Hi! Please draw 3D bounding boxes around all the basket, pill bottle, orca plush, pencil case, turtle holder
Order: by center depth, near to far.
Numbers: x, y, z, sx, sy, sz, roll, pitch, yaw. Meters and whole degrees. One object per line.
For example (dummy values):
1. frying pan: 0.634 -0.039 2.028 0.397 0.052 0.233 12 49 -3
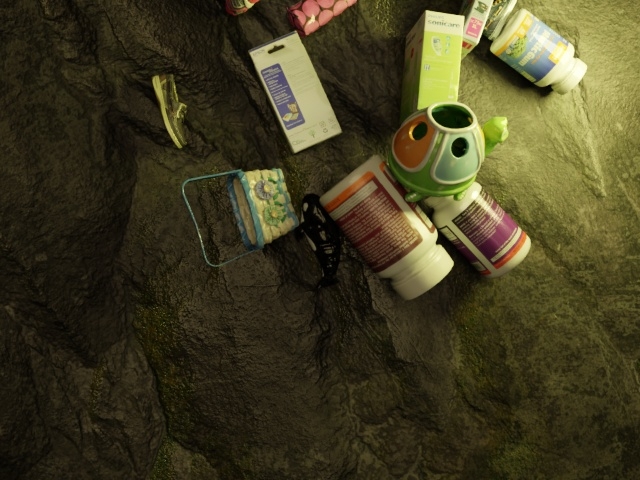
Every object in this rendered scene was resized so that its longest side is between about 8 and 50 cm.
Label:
1. turtle holder: 0.355 -0.247 1.536 0.319 0.228 0.244 10 51 -2
2. basket: -0.227 -0.086 1.608 0.288 0.201 0.255 -20 93 -16
3. pill bottle: 0.197 -0.034 1.649 0.224 0.224 0.392 -38 94 -5
4. orca plush: 0.000 0.000 1.685 0.151 0.102 0.288 2 90 -7
5. pencil case: 0.004 -0.707 1.695 0.209 0.095 0.098 -36 94 -8
6. pill bottle: 0.466 -0.050 1.702 0.181 0.181 0.323 -44 95 -5
7. pill bottle: 0.679 -0.575 1.744 0.271 0.152 0.152 34 86 -5

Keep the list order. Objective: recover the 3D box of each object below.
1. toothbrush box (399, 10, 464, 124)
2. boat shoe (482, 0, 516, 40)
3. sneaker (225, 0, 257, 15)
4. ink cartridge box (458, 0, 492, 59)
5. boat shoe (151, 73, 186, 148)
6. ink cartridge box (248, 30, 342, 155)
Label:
1. toothbrush box: 0.325 -0.498 1.675 0.122 0.206 0.284 6 90 -7
2. boat shoe: 0.552 -0.731 1.772 0.083 0.065 0.184 27 88 -7
3. sneaker: -0.288 -0.811 1.652 0.112 0.120 0.299 -29 83 29
4. ink cartridge box: 0.469 -0.710 1.702 0.065 0.186 0.311 23 87 -4
5. boat shoe: -0.428 -0.383 1.647 0.073 0.080 0.224 -20 88 -1
6. ink cartridge box: -0.077 -0.441 1.698 0.165 0.065 0.333 -24 94 -6
